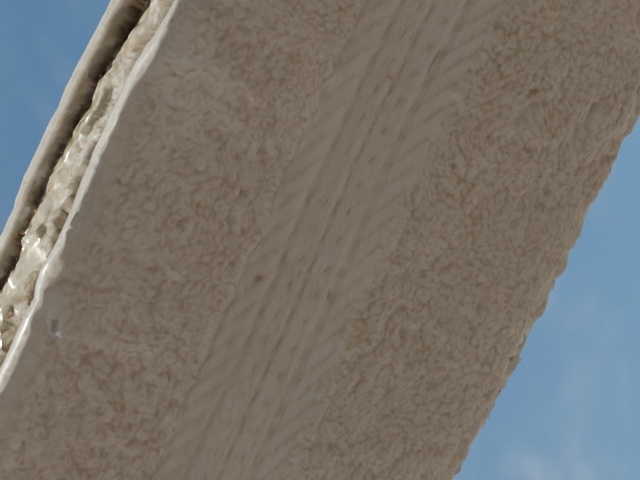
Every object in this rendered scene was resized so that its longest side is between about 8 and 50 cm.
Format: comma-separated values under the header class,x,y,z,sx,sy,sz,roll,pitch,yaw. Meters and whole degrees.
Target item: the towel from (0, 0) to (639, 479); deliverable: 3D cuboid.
class,x,y,z,sx,sy,sz,roll,pitch,yaw
towel,0.000,0.000,0.494,0.187,0.049,0.282,22,-85,-37
